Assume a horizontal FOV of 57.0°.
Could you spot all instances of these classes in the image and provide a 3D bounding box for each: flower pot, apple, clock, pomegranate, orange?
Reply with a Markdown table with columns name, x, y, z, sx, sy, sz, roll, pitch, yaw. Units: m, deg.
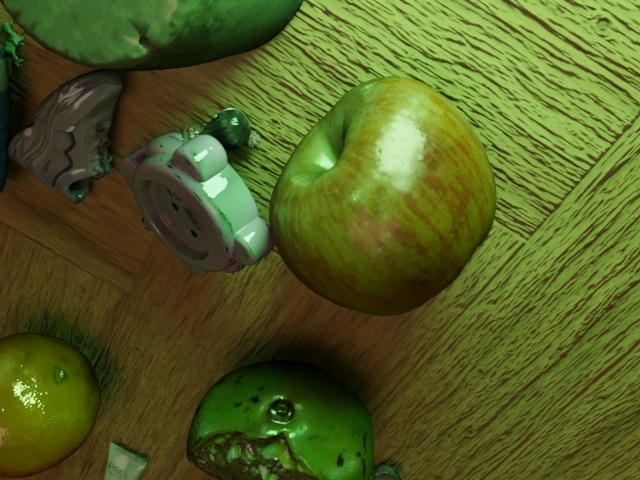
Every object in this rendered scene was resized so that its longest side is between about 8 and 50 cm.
| name | x | y | z | sx | sy | sz | roll | pitch | yaw |
| --- | --- | --- | --- | --- | --- | --- | --- | --- | --- |
| flower pot | -0.175 | -0.331 | 0.649 | 0.294 | 0.330 | 0.293 | 4 | 116 | 9 |
| apple | 0.088 | -0.038 | 0.769 | 0.302 | 0.301 | 0.301 | 5 | 117 | 10 |
| clock | -0.180 | -0.049 | 0.865 | 0.248 | 0.090 | 0.227 | -3 | 123 | 54 |
| pomegranate | -0.057 | 0.338 | 1.042 | 0.310 | 0.215 | 0.358 | 10 | 148 | 7 |
| orange | -0.541 | 0.298 | 1.088 | 0.261 | 0.261 | 0.260 | 5 | 117 | 10 |

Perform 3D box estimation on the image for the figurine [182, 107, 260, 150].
| name | x | y | z | sx | sy | sz | roll | pitch | yaw |
| --- | --- | --- | --- | --- | --- | --- | --- | --- | --- |
| figurine | -0.159 | -0.152 | 0.891 | 0.129 | 0.054 | 0.072 | -18 | 115 | 22 |

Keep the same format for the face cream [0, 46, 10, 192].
| name | x | y | z | sx | sy | sz | roll | pitch | yaw |
| --- | --- | --- | --- | --- | --- | --- | --- | --- | --- |
| face cream | -0.544 | -0.202 | 0.925 | 0.149 | 0.083 | 0.263 | 34 | 122 | 22 |

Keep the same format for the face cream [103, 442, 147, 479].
| name | x | y | z | sx | sy | sz | roll | pitch | yaw |
| --- | --- | --- | --- | --- | --- | --- | --- | --- | --- |
| face cream | -0.455 | 0.559 | 1.319 | 0.092 | 0.058 | 0.243 | 25 | 113 | 5 |

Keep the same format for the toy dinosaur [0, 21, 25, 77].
| name | x | y | z | sx | sy | sz | roll | pitch | yaw |
| --- | --- | --- | --- | --- | --- | --- | --- | --- | --- |
| toy dinosaur | -0.483 | -0.295 | 0.910 | 0.083 | 0.021 | 0.062 | -30 | 99 | 20 |

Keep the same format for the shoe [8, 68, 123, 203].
| name | x | y | z | sx | sy | sz | roll | pitch | yaw |
| --- | --- | --- | --- | --- | --- | --- | --- | --- | --- |
| shoe | -0.371 | -0.159 | 0.918 | 0.245 | 0.095 | 0.137 | -33 | 109 | 28 |

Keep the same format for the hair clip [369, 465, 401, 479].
| name | x | y | z | sx | sy | sz | roll | pitch | yaw |
| --- | --- | --- | --- | --- | --- | --- | --- | --- | --- |
| hair clip | 0.118 | 0.549 | 1.178 | 0.146 | 0.075 | 0.256 | -10 | 107 | 15 |
